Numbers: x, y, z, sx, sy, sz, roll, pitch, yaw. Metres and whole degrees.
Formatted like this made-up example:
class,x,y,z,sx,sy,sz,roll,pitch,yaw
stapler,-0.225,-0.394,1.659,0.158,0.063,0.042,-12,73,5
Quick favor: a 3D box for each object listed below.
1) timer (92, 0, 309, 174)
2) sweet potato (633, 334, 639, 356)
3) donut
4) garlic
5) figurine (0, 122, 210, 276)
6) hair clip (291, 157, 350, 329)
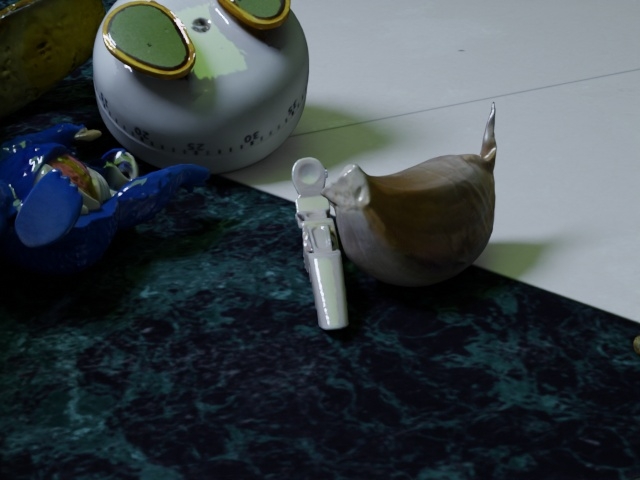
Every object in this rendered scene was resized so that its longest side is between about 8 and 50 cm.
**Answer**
class,x,y,z,sx,sy,sz,roll,pitch,yaw
timer,-0.129,-0.172,1.421,0.234,0.240,0.233,2,59,-4
sweet potato,0.344,0.053,1.065,0.274,0.067,0.067,-19,32,-35
donut,-0.346,-0.198,1.452,0.272,0.107,0.272,-25,17,8
garlic,0.100,-0.033,1.166,0.198,0.128,0.090,-23,19,-30
figurine,-0.231,-0.034,1.219,0.164,0.120,0.262,20,17,23
hair clip,0.000,0.000,1.172,0.034,0.072,0.226,-6,29,-3
